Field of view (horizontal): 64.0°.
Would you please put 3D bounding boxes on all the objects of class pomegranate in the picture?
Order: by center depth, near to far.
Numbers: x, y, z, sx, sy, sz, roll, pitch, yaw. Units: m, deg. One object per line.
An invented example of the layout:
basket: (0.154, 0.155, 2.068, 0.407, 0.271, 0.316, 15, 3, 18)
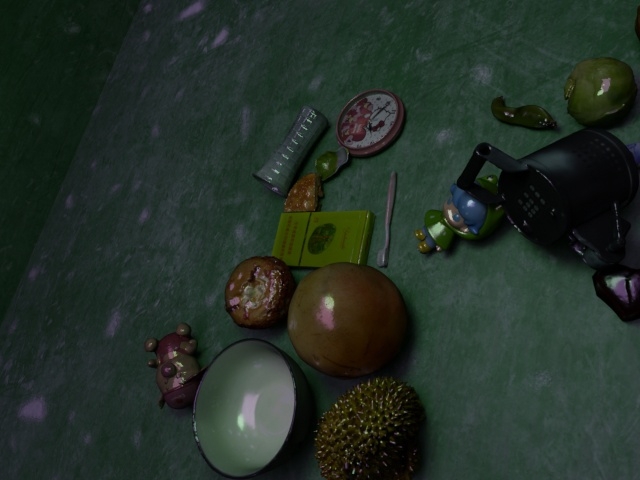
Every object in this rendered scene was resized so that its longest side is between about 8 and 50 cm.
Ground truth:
pomegranate: (0.066, 0.193, 1.315, 0.320, 0.319, 0.318, -14, 62, 28)

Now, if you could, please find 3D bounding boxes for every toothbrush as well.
toothbrush: (0.197, -0.068, 1.506, 0.030, 0.025, 0.306, -7, 66, 40)

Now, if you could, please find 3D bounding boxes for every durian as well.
durian: (0.114, 0.451, 1.194, 0.293, 0.258, 0.258, -44, 52, 3)

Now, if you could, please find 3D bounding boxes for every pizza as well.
pizza: (-0.048, -0.136, 1.682, 0.175, 0.046, 0.134, -40, 63, 23)

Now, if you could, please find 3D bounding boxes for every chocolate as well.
chocolate: (0.650, 0.103, 1.090, 0.149, 0.080, 0.125, 15, 78, 36)

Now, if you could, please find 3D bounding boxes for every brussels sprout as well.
brussels sprout: (0.690, -0.367, 1.251, 0.146, 0.131, 0.183, -6, 65, 56)

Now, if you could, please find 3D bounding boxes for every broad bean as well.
broad bean: (0.546, -0.338, 1.380, 0.070, 0.048, 0.214, -53, 48, 3)

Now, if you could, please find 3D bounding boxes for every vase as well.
vase: (-0.094, -0.308, 1.744, 0.143, 0.143, 0.298, 27, 82, 39)

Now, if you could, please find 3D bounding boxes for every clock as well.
clock: (0.157, -0.381, 1.656, 0.245, 0.056, 0.244, -15, 60, 28)

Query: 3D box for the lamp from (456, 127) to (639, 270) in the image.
lamp: (0.545, -0.132, 1.144, 0.374, 0.205, 0.272, 41, 71, 14)

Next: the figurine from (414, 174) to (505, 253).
figurine: (0.360, -0.061, 1.331, 0.263, 0.143, 0.162, -39, 41, 35)

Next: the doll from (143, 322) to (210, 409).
doll: (-0.458, 0.409, 1.650, 0.196, 0.152, 0.255, -42, 56, 28)

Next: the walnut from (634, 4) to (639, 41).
walnut: (0.835, -0.498, 1.213, 0.137, 0.137, 0.245, -25, 48, 22)

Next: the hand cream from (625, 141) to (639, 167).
hand cream: (0.716, -0.195, 1.206, 0.142, 0.053, 0.084, -11, 64, 41)

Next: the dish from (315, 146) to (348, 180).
dish: (0.047, -0.253, 1.676, 0.137, 0.039, 0.091, -28, 65, 30)

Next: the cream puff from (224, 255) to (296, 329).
cream puff: (-0.182, 0.162, 1.571, 0.240, 0.164, 0.239, -4, 79, 24)

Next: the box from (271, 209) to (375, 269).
box: (0.000, 0.000, 1.594, 0.335, 0.047, 0.186, 0, 69, 35)

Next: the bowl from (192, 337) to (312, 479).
bowl: (-0.159, 0.460, 1.400, 0.354, 0.185, 0.353, -14, 62, 29)
